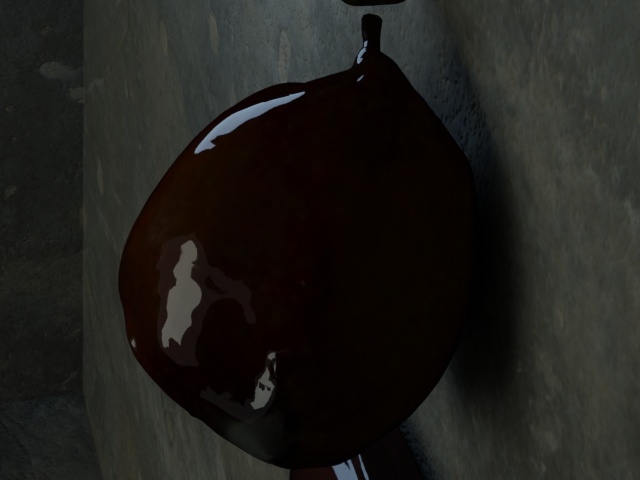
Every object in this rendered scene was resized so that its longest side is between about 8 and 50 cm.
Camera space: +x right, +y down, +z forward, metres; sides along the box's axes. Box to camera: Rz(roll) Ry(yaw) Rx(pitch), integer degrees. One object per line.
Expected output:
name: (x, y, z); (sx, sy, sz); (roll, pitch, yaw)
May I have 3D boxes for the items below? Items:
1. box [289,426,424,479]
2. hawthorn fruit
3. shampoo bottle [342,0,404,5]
box: (0.058, 0.340, 1.666); (0.404, 0.108, 0.263); (-116, 24, -52)
hawthorn fruit: (-0.006, 0.022, 1.463); (0.308, 0.324, 0.308); (45, -162, -20)
shampoo bottle: (0.054, -0.356, 1.401); (0.126, 0.084, 0.350); (-110, 20, -46)
